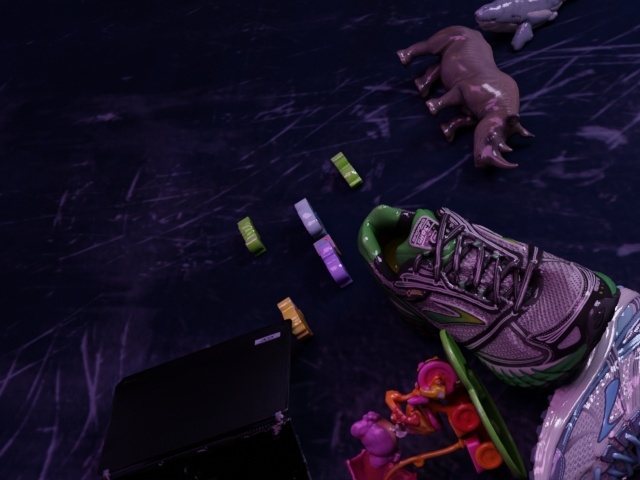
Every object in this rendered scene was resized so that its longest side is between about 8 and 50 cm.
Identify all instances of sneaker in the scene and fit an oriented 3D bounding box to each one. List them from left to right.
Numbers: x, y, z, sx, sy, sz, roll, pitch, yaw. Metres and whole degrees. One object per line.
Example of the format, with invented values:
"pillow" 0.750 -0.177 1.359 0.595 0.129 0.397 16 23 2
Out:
"sneaker" 0.151 0.046 1.214 0.343 0.146 0.134 13 65 54
"sneaker" 0.286 0.171 1.155 0.122 0.110 0.283 11 64 29

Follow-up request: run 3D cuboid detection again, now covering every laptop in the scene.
"laptop" -0.110 0.253 1.337 0.234 0.136 0.264 -21 86 15

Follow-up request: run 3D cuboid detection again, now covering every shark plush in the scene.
"shark plush" 0.275 -0.301 1.514 0.161 0.067 0.073 -21 51 14

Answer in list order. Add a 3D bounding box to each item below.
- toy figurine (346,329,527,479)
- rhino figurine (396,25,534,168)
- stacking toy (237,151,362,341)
"toy figurine" 0.095 0.196 1.199 0.159 0.173 0.130 -28 17 9
"rhino figurine" 0.186 -0.173 1.470 0.106 0.073 0.243 -32 50 9
"stacking toy" 0.000 0.000 1.461 0.167 0.052 0.221 -33 48 3
